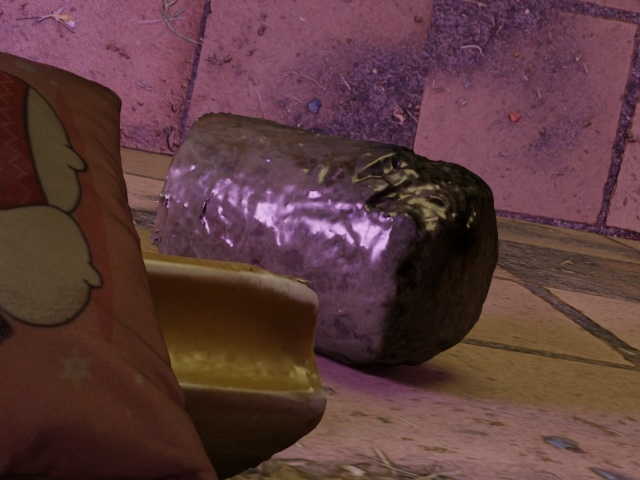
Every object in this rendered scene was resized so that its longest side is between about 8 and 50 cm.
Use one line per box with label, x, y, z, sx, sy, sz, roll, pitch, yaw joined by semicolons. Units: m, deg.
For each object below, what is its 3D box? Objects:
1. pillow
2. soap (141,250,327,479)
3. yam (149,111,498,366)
pillow;-0.156;-0.002;0.440;0.223;0.084;0.236;9;48;-34
soap;-0.154;0.061;0.585;0.274;0.089;0.173;7;-25;-24
yam;0.000;0.000;1.066;0.300;0.195;0.195;15;8;33
